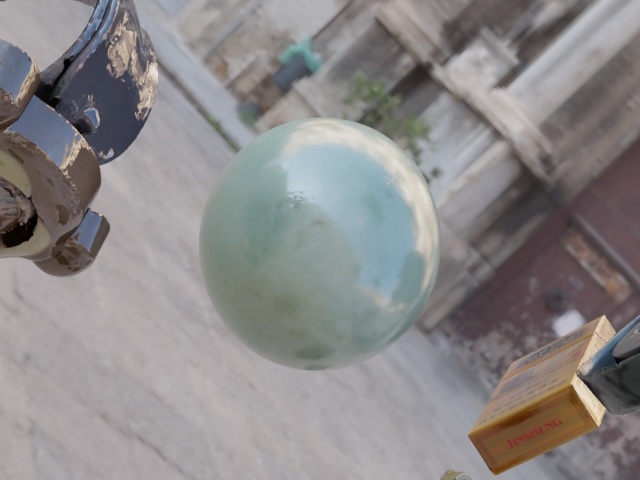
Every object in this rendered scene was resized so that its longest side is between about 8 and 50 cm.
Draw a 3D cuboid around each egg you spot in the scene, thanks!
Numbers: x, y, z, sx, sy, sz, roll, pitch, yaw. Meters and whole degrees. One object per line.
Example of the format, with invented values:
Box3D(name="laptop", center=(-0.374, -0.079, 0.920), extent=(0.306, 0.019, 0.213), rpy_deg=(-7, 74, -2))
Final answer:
Box3D(name="egg", center=(0.000, 0.000, 1.471), extent=(0.276, 0.276, 0.389), rpy_deg=(46, 13, -9))

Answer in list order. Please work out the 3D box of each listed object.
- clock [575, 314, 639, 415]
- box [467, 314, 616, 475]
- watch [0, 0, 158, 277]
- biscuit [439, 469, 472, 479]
Box3D(name="clock", center=(0.458, 0.093, 1.546), extent=(0.067, 0.325, 0.325), rpy_deg=(54, 5, 4))
Box3D(name="box", center=(0.331, 0.218, 1.848), extent=(0.076, 0.174, 0.274), rpy_deg=(58, 27, -4))
Box3D(name="watch", center=(-0.338, -0.169, 1.220), extent=(0.314, 0.335, 0.327), rpy_deg=(76, 15, -58))
Box3D(name="biscuit", center=(0.184, 0.342, 1.395), extent=(0.183, 0.039, 0.174), rpy_deg=(165, -88, -76))
